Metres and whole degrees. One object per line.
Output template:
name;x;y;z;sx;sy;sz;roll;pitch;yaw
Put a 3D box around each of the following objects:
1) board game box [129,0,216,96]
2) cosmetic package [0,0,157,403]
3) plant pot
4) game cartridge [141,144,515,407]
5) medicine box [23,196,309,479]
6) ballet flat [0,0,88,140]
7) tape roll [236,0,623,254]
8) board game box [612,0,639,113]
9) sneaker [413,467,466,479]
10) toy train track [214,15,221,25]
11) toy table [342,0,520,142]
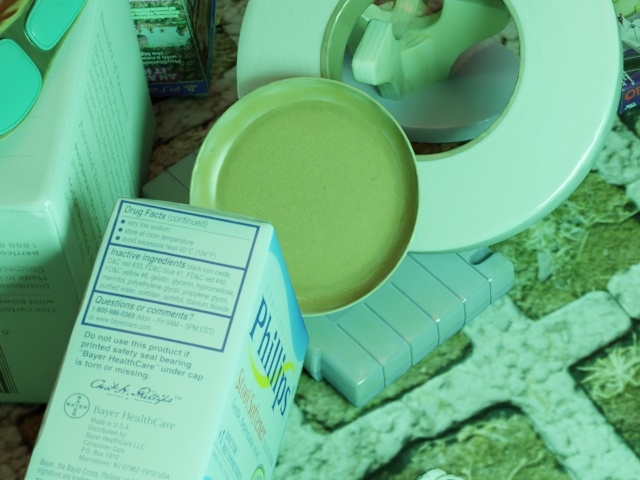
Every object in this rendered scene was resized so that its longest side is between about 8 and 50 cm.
board game box;-0.256;-0.299;1.841;0.232;0.291;0.141;-2;57;6
cosmetic package;-0.368;-0.082;1.673;0.329;0.327;0.394;0;52;5
plant pot;-0.013;-0.042;1.636;0.236;0.032;0.236;-1;86;16
game cartridge;0.000;0.000;1.746;0.230;0.068;0.355;-38;59;-17
medicine box;-0.127;0.151;1.480;0.149;0.263;0.289;11;67;12
ballet flat;-0.280;-0.168;1.492;0.073;0.080;0.232;-5;43;37
tape roll;0.107;-0.179;1.666;0.392;0.072;0.392;-1;87;14
board game box;0.349;-0.311;1.958;0.208;0.056;0.347;-21;53;-16
sneaker;0.075;0.327;1.462;0.118;0.107;0.279;30;63;14
toy train track;-0.160;-0.262;1.989;0.083;0.014;0.048;2;58;12
toy table;0.094;-0.231;1.848;0.274;0.161;0.252;3;53;9
